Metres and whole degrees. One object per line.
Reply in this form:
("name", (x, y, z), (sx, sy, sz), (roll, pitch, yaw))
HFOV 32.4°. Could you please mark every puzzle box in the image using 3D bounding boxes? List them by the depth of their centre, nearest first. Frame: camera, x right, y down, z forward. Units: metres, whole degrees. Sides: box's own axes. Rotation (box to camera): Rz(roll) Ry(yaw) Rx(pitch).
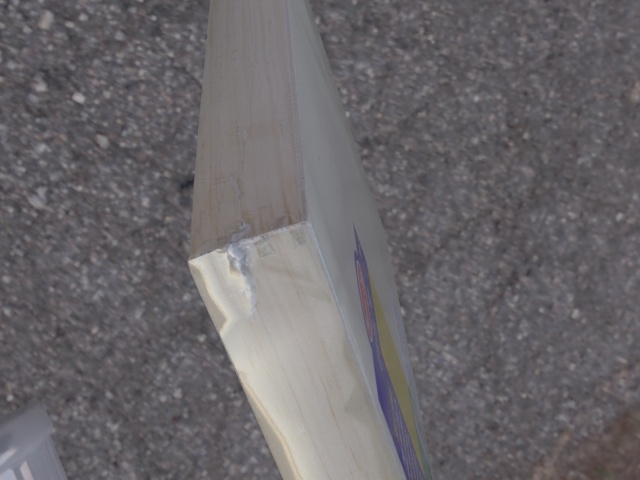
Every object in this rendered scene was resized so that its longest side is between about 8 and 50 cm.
("puzzle box", (0.000, 0.000, 0.640), (0.052, 0.409, 0.272), (-16, 121, 6))

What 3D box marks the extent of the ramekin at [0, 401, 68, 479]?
("ramekin", (-0.286, 0.230, 0.759), (0.273, 0.273, 0.127), (-29, 92, -28))
